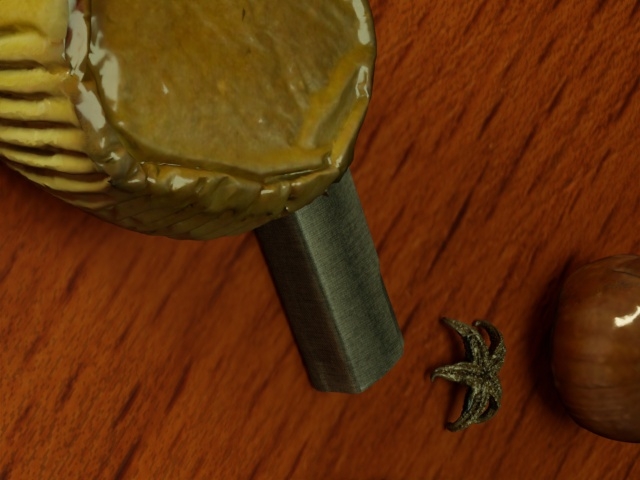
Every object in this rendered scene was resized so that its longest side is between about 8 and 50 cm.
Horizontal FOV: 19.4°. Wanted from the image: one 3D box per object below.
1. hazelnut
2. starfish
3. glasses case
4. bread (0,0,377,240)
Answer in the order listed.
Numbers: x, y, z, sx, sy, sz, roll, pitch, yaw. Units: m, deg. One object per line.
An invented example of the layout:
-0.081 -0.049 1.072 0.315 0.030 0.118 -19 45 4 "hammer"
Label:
0.256 0.085 1.474 0.150 0.150 0.150 -4 96 -47 "hazelnut"
0.113 0.096 1.404 0.078 0.028 0.091 -36 113 -38 "starfish"
0.000 0.000 1.259 0.071 0.047 0.205 -40 120 -40 "glasses case"
-0.094 -0.117 1.082 0.253 0.142 0.227 15 83 -44 "bread"
